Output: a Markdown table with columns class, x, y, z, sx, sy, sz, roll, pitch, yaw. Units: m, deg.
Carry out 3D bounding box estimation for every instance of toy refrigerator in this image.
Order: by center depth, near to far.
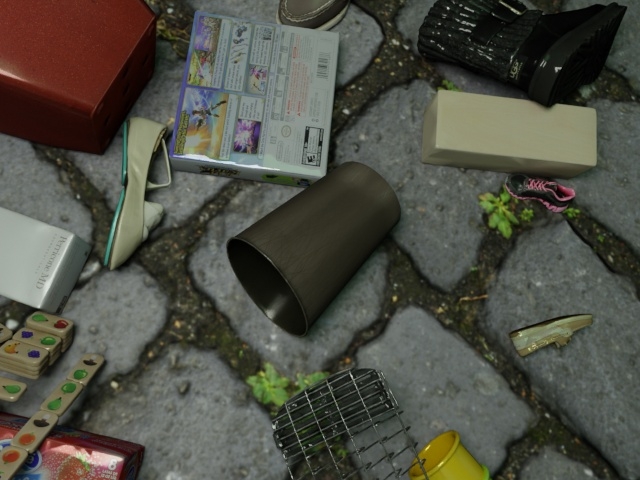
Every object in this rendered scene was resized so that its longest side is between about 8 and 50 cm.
| class | x | y | z | sx | sy | sz | roll | pitch | yaw |
| --- | --- | --- | --- | --- | --- | --- | --- | --- | --- |
| toy refrigerator | 0.314 | -0.175 | 0.908 | 0.270 | 0.094 | 0.102 | 5 | 80 | -5 |

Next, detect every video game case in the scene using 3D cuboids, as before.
| class | x | y | z | sx | sy | sz | roll | pitch | yaw |
| --- | --- | --- | --- | --- | --- | --- | --- | --- | --- |
| video game case | -0.102 | -0.231 | 0.884 | 0.244 | 0.061 | 0.269 | 8 | 74 | -6 |

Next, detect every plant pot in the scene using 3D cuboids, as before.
| class | x | y | z | sx | sy | sz | roll | pitch | yaw |
| --- | --- | --- | --- | --- | --- | --- | --- | --- | --- |
| plant pot | -0.387 | -0.276 | 0.774 | 0.236 | 0.267 | 0.267 | 29 | 73 | -13 |

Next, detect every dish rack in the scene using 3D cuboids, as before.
| class | x | y | z | sx | sy | sz | roll | pitch | yaw |
| --- | --- | --- | --- | --- | --- | --- | --- | --- | --- |
| dish rack | 0.057 | 0.315 | 0.716 | 0.208 | 0.074 | 0.271 | -31 | 72 | 17 |

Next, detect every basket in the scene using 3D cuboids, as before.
| class | x | y | z | sx | sy | sz | roll | pitch | yaw |
| --- | --- | --- | --- | --- | --- | --- | --- | --- | --- |
| basket | 0.000 | 0.000 | 0.786 | 0.154 | 0.204 | 0.227 | 33 | 62 | 28 |

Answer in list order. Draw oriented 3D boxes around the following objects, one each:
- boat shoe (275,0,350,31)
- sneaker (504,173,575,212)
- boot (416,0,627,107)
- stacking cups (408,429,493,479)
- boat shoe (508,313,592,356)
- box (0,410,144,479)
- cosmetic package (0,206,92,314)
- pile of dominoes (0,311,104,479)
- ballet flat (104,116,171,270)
| class | x | y | z | sx | sy | sz | roll | pitch | yaw |
| --- | --- | --- | --- | --- | --- | --- | --- | --- | --- |
| boat shoe | 0.038 | -0.491 | 0.952 | 0.116 | 0.096 | 0.324 | 41 | 74 | 4 |
| sneaker | 0.375 | -0.089 | 0.909 | 0.119 | 0.057 | 0.047 | 19 | 76 | -1 |
| boot | 0.362 | -0.371 | 0.947 | 0.260 | 0.131 | 0.348 | 34 | 46 | 28 |
| stacking cups | 0.260 | 0.419 | 0.740 | 0.096 | 0.096 | 0.316 | -39 | 83 | -15 |
| boat shoe | 0.370 | 0.150 | 0.852 | 0.135 | 0.050 | 0.045 | -16 | 81 | -1 |
| box | -0.374 | 0.297 | 0.675 | 0.257 | 0.128 | 0.122 | 15 | 74 | -3 |
| cosmetic package | -0.468 | 0.012 | 0.763 | 0.231 | 0.085 | 0.117 | 19 | 74 | -1 |
| pile of dominoes | -0.408 | 0.173 | 0.661 | 0.196 | 0.251 | 0.040 | 17 | 115 | 0 |
| ballet flat | -0.272 | -0.073 | 0.816 | 0.086 | 0.086 | 0.248 | 4 | 75 | -6 |
